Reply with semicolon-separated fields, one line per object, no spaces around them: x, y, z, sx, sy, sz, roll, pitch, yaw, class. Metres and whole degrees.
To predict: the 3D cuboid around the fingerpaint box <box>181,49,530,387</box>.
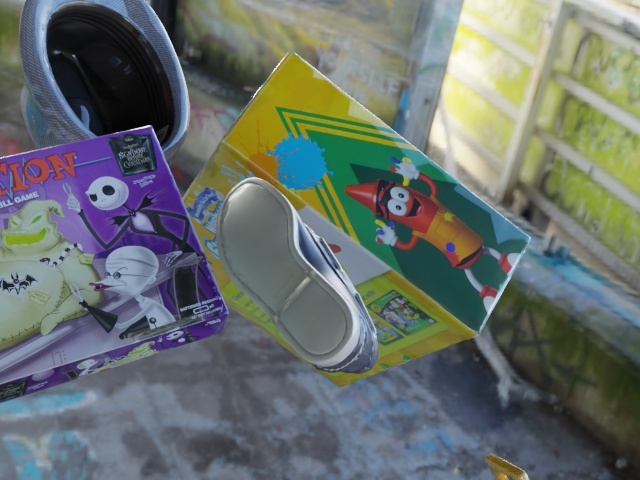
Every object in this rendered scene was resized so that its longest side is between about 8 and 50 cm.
0.000;0.000;1.320;0.371;0.445;0.163;37;65;-6;fingerpaint box

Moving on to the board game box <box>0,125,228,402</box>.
-0.275;0.031;0.834;0.346;0.056;0.208;-17;63;-22;board game box

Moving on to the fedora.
-0.291;-0.187;1.238;0.243;0.124;0.276;-6;73;-50;fedora

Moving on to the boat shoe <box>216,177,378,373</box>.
-0.020;0.030;0.781;0.065;0.075;0.206;36;13;-48;boat shoe

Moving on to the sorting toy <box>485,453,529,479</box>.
0.266;0.399;1.138;0.047;0.348;0.196;-35;11;-19;sorting toy
